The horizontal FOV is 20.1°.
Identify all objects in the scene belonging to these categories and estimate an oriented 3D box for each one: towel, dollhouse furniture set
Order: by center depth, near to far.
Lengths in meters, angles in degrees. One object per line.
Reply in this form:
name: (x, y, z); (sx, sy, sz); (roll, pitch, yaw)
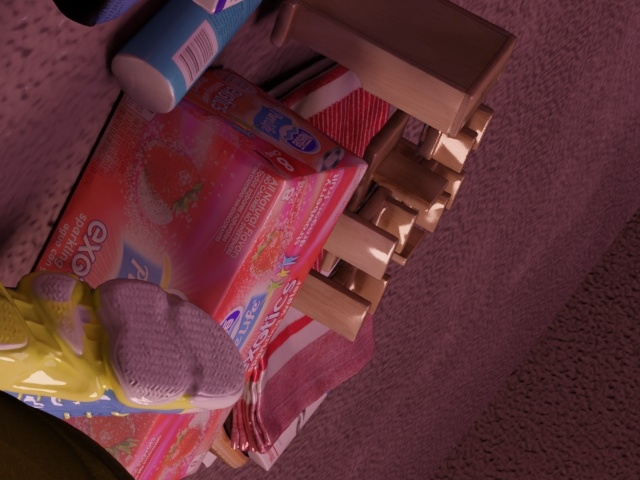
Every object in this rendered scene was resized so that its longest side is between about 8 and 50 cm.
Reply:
dollhouse furniture set: (0.032, -0.088, 1.457); (0.212, 0.161, 0.242); (-51, 167, -46)
towel: (0.000, 0.000, 1.589); (0.237, 0.037, 0.329); (-38, 137, -54)

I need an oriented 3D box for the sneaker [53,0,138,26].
sneaker: (-0.140, -0.191, 0.840); (0.147, 0.130, 0.330); (-43, 151, -1)

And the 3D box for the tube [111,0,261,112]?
tube: (-0.063, -0.174, 1.254); (0.207, 0.052, 0.080); (-52, 169, -30)

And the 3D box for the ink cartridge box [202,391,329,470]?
ink cartridge box: (-0.053, 0.181, 1.948); (0.180, 0.060, 0.104); (-52, 164, -11)

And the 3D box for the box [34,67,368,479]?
box: (-0.115, 0.034, 1.342); (0.300, 0.142, 0.154); (-60, 162, 18)

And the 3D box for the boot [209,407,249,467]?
boot: (-0.067, 0.078, 1.604); (0.207, 0.090, 0.248); (-53, 150, -15)

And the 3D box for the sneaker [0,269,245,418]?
sneaker: (-0.177, 0.082, 1.221); (0.126, 0.240, 0.091); (-47, -147, 45)

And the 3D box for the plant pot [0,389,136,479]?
plant pot: (-0.284, 0.177, 0.865); (0.366, 0.366, 0.353); (-51, 152, -13)

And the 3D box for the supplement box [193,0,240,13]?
supplement box: (-0.030, -0.238, 1.100); (0.220, 0.111, 0.114); (-35, 155, -48)
